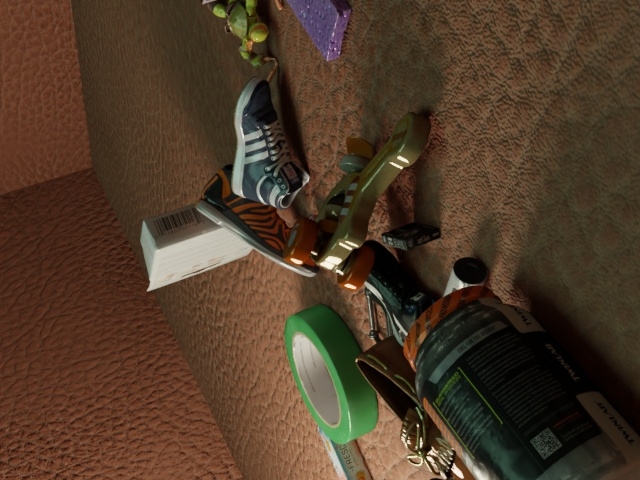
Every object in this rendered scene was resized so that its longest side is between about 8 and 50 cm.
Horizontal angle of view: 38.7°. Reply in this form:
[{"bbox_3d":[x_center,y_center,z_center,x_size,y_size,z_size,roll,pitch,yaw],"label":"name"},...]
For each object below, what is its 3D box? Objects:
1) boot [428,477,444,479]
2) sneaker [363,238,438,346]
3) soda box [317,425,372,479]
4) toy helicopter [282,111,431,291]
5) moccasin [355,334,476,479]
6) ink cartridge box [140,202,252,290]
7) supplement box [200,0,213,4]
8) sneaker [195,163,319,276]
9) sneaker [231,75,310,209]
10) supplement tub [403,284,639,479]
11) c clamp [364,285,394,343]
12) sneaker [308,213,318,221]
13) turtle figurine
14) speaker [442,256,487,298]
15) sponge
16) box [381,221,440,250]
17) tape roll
[{"bbox_3d":[0.267,0.583,1.750,0.244,0.088,0.176,-127,28,-45],"label":"boot"},{"bbox_3d":[0.150,0.085,1.609,0.217,0.079,0.121,61,156,0],"label":"sneaker"},{"bbox_3d":[0.060,0.526,2.232,0.183,0.063,0.058,66,158,11],"label":"soda box"},{"bbox_3d":[0.079,-0.096,1.517,0.355,0.140,0.235,-49,21,45],"label":"toy helicopter"},{"bbox_3d":[0.189,0.325,1.613,0.380,0.147,0.139,56,155,32],"label":"moccasin"},{"bbox_3d":[-0.298,-0.003,2.298,0.091,0.308,0.385,66,160,10],"label":"ink cartridge box"},{"bbox_3d":[-0.216,-0.552,1.589,0.239,0.073,0.130,67,165,3],"label":"supplement box"},{"bbox_3d":[-0.109,-0.063,2.040,0.321,0.180,0.124,34,178,2],"label":"sneaker"},{"bbox_3d":[-0.098,-0.194,1.892,0.153,0.099,0.282,26,128,25],"label":"sneaker"},{"bbox_3d":[0.270,0.232,1.249,0.338,0.207,0.207,54,154,36],"label":"supplement tub"},{"bbox_3d":[0.114,0.151,1.828,0.137,0.022,0.160,23,129,56],"label":"c clamp"},{"bbox_3d":[0.000,0.000,1.934,0.067,0.042,0.118,20,119,59],"label":"sneaker"},{"bbox_3d":[-0.162,-0.450,1.863,0.217,0.087,0.269,53,153,38],"label":"turtle figurine"},{"bbox_3d":[0.224,0.086,1.444,0.055,0.055,0.136,57,155,31],"label":"speaker"},{"bbox_3d":[-0.016,-0.428,1.601,0.210,0.031,0.117,59,156,26],"label":"sponge"},{"bbox_3d":[0.150,-0.007,1.522,0.083,0.067,0.018,20,127,65],"label":"box"},{"bbox_3d":[0.020,0.310,2.119,0.321,0.077,0.321,52,153,40],"label":"tape roll"}]
